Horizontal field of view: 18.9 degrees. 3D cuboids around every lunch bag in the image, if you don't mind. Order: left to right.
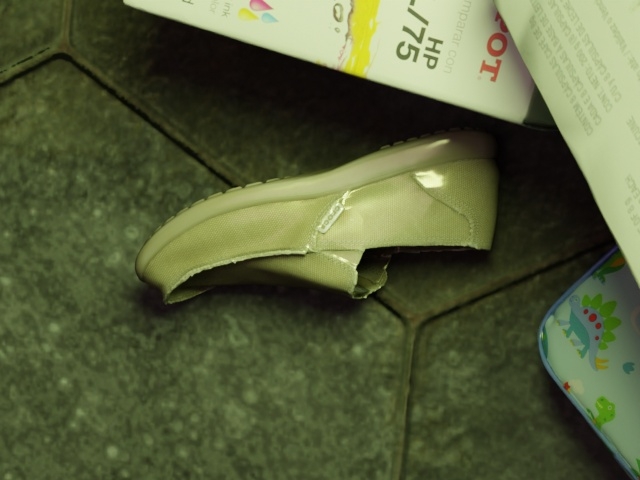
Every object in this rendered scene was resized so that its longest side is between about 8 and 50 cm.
[{"bbox_3d":[0.260,0.086,1.218,0.176,0.090,0.219,-45,58,14],"label":"lunch bag"}]

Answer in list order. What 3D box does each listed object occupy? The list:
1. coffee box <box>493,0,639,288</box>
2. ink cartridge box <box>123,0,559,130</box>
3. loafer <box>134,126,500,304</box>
[{"bbox_3d":[0.349,-0.120,0.975,0.338,0.334,0.337,-51,47,37],"label":"coffee box"},{"bbox_3d":[0.052,-0.201,1.241,0.270,0.197,0.198,18,97,15],"label":"ink cartridge box"},{"bbox_3d":[0.000,0.000,1.314,0.269,0.102,0.092,-19,81,15],"label":"loafer"}]
